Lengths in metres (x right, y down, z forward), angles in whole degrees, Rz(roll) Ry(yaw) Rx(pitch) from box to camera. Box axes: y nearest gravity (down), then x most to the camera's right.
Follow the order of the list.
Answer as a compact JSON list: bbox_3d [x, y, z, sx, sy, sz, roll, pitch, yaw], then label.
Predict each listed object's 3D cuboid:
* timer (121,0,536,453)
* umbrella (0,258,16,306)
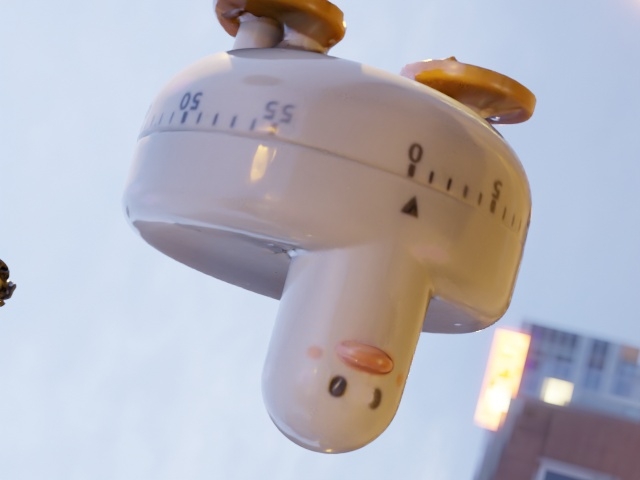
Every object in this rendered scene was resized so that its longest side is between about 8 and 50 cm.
[{"bbox_3d":[0.000,0.000,0.957,0.233,0.234,0.240,41,-118,-65],"label":"timer"},{"bbox_3d":[-0.267,0.031,1.217,0.040,0.144,0.037,24,-108,-39],"label":"umbrella"}]
